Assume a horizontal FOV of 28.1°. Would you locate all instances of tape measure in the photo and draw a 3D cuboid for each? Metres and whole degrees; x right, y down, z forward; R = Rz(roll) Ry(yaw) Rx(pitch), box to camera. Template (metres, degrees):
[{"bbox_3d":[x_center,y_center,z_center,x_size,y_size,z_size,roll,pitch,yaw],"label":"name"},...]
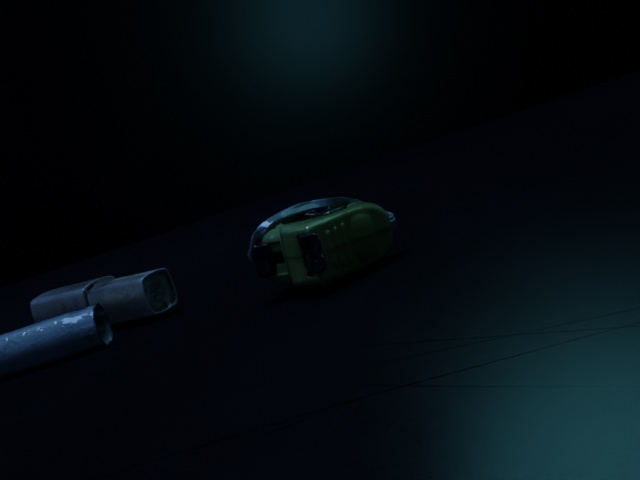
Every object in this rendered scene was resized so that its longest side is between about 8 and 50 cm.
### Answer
[{"bbox_3d":[0.000,0.000,1.651,0.175,0.106,0.200,-9,10,42],"label":"tape measure"}]

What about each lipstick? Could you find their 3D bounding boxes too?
[{"bbox_3d":[-0.326,0.094,1.917,0.253,0.078,0.077,-14,8,40],"label":"lipstick"}]

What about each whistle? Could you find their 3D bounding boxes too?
[{"bbox_3d":[-0.442,0.161,1.772,0.312,0.062,0.062,-18,6,8],"label":"whistle"}]
